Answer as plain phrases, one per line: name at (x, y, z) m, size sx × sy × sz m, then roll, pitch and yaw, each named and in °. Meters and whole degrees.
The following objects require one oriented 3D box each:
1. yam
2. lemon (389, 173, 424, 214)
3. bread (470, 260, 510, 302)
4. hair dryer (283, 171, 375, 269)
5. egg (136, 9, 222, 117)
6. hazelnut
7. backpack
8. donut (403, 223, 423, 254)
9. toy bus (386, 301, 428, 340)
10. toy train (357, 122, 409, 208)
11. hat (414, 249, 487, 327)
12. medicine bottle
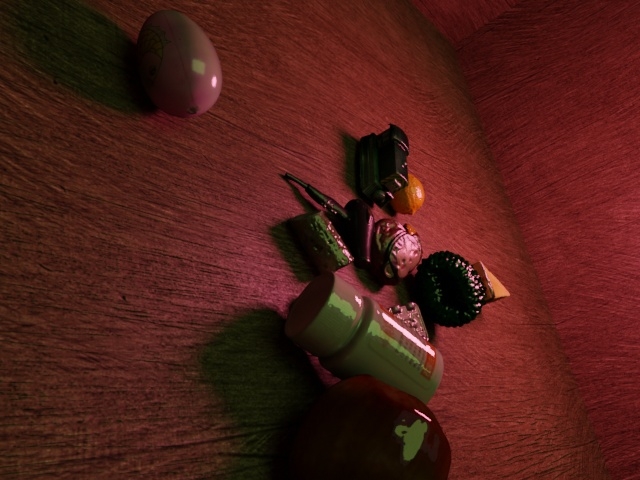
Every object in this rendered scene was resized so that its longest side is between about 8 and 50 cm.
yam at (0.000, 0.000, 1.619) m, size 0.194 × 0.107 × 0.107 m, roll 58°, pitch 32°, yaw -6°
lemon at (0.323, -0.185, 2.196) m, size 0.142 × 0.142 × 0.187 m, roll 10°, pitch 53°, yaw -53°
bread at (0.665, 0.190, 2.402) m, size 0.264 × 0.167 × 0.163 m, roll 6°, pitch 62°, yaw -58°
hair dryer at (0.024, -0.083, 1.732) m, size 0.359 × 0.120 × 0.304 m, roll 34°, pitch 33°, yaw -21°
egg at (-0.338, -0.419, 1.357) m, size 0.196 × 0.196 × 0.271 m, roll 19°, pitch 39°, yaw -49°
hazelnut at (0.111, 0.482, 1.245) m, size 0.365 × 0.365 × 0.366 m, roll 35°, pitch 41°, yaw -38°
backpack at (0.228, 0.030, 1.909) m, size 0.229 × 0.138 × 0.230 m, roll 12°, pitch 72°, yaw -38°
donut at (0.330, 0.007, 2.139) m, size 0.140 × 0.059 × 0.141 m, roll 36°, pitch 40°, yaw -37°
toy bus at (0.218, 0.267, 1.704) m, size 0.202 × 0.142 × 0.142 m, roll 0°, pitch 67°, yaw -55°
toy train at (0.236, -0.284, 2.106) m, size 0.138 × 0.178 × 0.331 m, roll 38°, pitch 38°, yaw -35°
hat at (0.486, 0.164, 2.107) m, size 0.332 × 0.242 × 0.274 m, roll -14°, pitch 91°, yaw -71°
medicine bottle at (0.109, 0.258, 1.419) m, size 0.371 × 0.211 × 0.211 m, roll 38°, pitch 38°, yaw -16°
